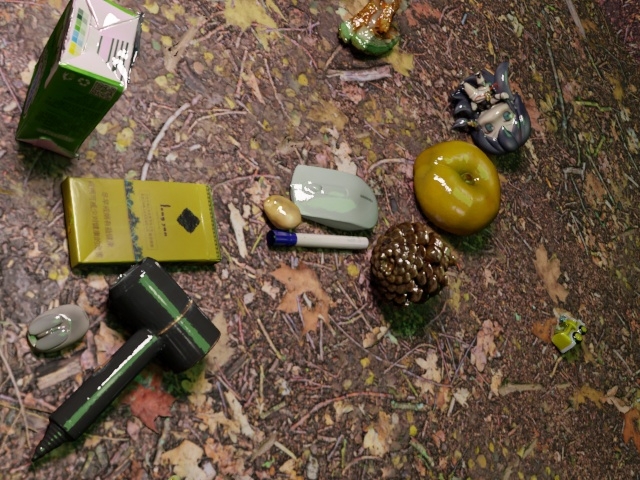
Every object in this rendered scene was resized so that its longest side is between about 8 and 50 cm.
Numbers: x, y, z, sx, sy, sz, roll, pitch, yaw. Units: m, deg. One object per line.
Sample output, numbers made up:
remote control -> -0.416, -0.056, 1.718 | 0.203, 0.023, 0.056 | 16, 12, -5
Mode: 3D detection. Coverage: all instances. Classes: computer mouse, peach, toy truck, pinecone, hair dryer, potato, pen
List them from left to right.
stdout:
computer mouse -> -0.408, 0.136, 1.133 | 0.096, 0.039, 0.066 | -24, 89, -43
hair dryer -> -0.333, 0.196, 1.142 | 0.189, 0.107, 0.352 | 51, 53, -11
potato -> -0.078, -0.058, 1.481 | 0.083, 0.062, 0.068 | 52, 12, -22
pen -> 0.000, 0.000, 1.543 | 0.268, 0.033, 0.033 | 3, 71, -40
computer mouse -> 0.036, -0.094, 1.587 | 0.230, 0.079, 0.128 | 13, 62, -33
pinecone -> 0.202, 0.054, 1.601 | 0.179, 0.184, 0.204 | 54, 17, 23
peach -> 0.342, -0.136, 1.821 | 0.251, 0.153, 0.251 | 12, 59, -20
toy truck -> 0.685, 0.254, 2.004 | 0.077, 0.076, 0.111 | 42, 46, 7

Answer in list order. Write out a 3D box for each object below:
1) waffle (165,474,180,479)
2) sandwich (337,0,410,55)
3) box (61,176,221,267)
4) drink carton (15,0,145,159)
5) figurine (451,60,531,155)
waffle -> -0.281, 0.477, 1.093 | 0.207, 0.054, 0.214 | -7, 83, -45
sandwich -> 0.145, -0.553, 1.812 | 0.109, 0.160, 0.184 | 46, 38, 9
box -> -0.311, -0.031, 1.284 | 0.278, 0.041, 0.153 | 0, 72, -41
drink carton -> -0.388, -0.259, 1.154 | 0.108, 0.271, 0.161 | 19, 63, -29
figurine -> 0.477, -0.366, 2.012 | 0.197, 0.175, 0.265 | -27, 99, -48
